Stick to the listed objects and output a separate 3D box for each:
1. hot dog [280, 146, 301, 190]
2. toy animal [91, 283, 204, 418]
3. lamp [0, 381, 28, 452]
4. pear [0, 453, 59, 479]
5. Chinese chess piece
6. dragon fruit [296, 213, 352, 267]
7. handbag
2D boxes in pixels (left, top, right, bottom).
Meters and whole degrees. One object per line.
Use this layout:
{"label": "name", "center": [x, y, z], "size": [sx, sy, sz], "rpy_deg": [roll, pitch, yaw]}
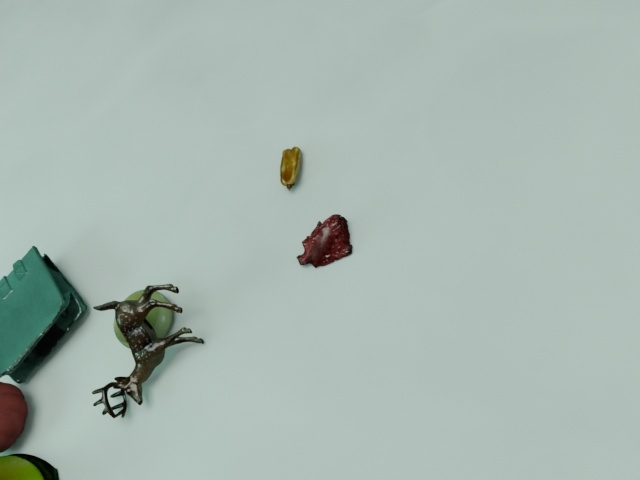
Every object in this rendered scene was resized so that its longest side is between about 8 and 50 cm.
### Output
{"label": "hot dog", "center": [-0.073, -0.175, 1.445], "size": [0.056, 0.041, 0.133], "rpy_deg": [-9, 52, 20]}
{"label": "toy animal", "center": [-0.394, 0.236, 1.301], "size": [0.259, 0.087, 0.244], "rpy_deg": [-23, 87, 2]}
{"label": "lamp", "center": [-0.775, 0.412, 1.379], "size": [0.181, 0.140, 0.182], "rpy_deg": [-14, 53, 19]}
{"label": "pear", "center": [-0.730, 0.632, 1.218], "size": [0.398, 0.165, 0.399], "rpy_deg": [-11, 59, 19]}
{"label": "Chinese chess piece", "center": [-0.411, 0.185, 1.388], "size": [0.144, 0.058, 0.144], "rpy_deg": [-12, 57, 19]}
{"label": "dragon fruit", "center": [-0.001, -0.002, 1.296], "size": [0.131, 0.063, 0.097], "rpy_deg": [-23, 55, 11]}
{"label": "handbag", "center": [-0.743, 0.190, 1.518], "size": [0.274, 0.100, 0.269], "rpy_deg": [37, 86, 36]}
